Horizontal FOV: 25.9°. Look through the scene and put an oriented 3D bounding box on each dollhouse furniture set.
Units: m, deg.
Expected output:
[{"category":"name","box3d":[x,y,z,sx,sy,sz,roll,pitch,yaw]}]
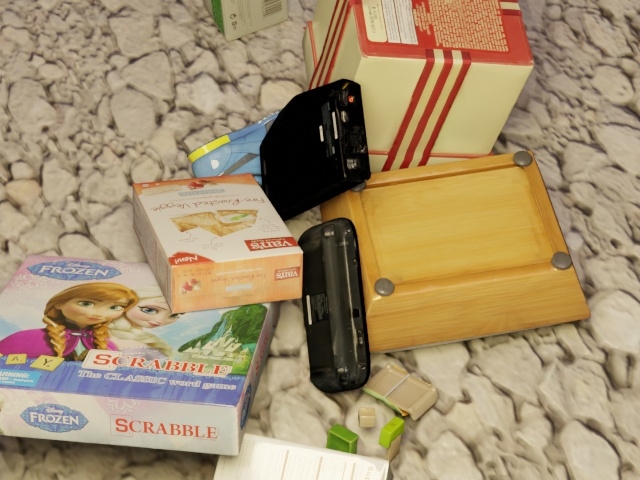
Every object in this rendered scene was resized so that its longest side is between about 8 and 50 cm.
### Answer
[{"category":"dollhouse furniture set","box3d":[0.067,0.211,1.602,0.076,0.058,0.152,25,39,27]}]

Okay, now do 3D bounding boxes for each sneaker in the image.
[{"category":"sneaker","box3d":[-0.073,-0.118,1.830,0.209,0.069,0.082,-28,86,-25]}]

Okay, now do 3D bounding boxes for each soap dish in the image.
[{"category":"soap dish","box3d":[0.160,0.009,1.688,0.291,0.118,0.229,-8,54,-5]}]

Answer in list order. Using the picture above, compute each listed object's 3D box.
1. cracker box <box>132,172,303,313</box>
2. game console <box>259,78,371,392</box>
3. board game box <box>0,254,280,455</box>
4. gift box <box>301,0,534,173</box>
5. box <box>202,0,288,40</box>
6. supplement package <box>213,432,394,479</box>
[{"category":"cracker box","box3d":[-0.128,-0.002,1.668,0.156,0.067,0.232,-6,29,-17]},{"category":"game console","box3d":[0.000,0.000,1.648,0.044,0.213,0.361,0,79,-27]},{"category":"board game box","box3d":[-0.222,0.118,1.565,0.319,0.066,0.318,4,24,4]},{"category":"gift box","box3d":[0.093,-0.235,1.778,0.276,0.258,0.255,5,55,-10]},{"category":"box","box3d":[-0.109,-0.359,1.975,0.102,0.101,0.087,-22,56,-14]},{"category":"supplement package","box3d":[-0.020,0.277,1.492,0.179,0.105,0.105,10,73,9]}]
